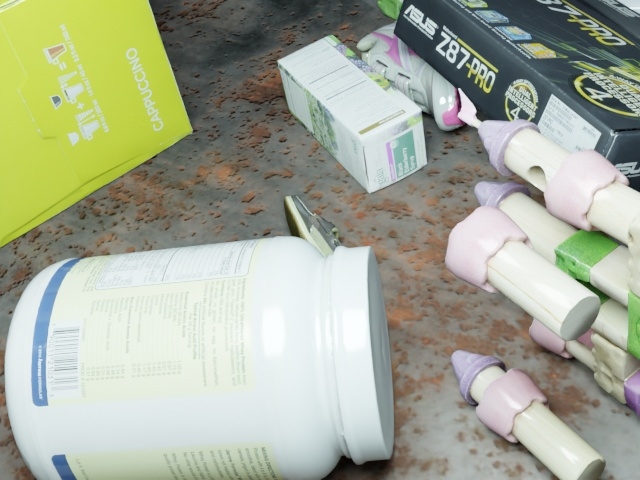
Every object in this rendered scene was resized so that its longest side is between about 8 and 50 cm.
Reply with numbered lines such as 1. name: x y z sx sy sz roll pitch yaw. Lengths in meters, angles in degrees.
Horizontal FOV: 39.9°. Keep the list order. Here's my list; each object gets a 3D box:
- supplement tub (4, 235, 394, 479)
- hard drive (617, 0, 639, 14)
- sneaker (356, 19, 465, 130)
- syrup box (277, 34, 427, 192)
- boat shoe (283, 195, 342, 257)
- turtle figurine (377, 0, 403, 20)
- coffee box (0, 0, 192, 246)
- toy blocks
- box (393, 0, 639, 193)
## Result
1. supplement tub: -0.102 0.120 0.847 0.325 0.235 0.235 -6 46 8
2. hard drive: 0.484 -0.396 1.338 0.319 0.040 0.210 4 48 17
3. sneaker: 0.124 -0.223 1.229 0.111 0.103 0.252 -22 39 -1
4. syrup box: 0.041 -0.176 1.199 0.096 0.093 0.237 -29 47 -14
5. boat shoe: 0.000 0.000 1.071 0.049 0.056 0.152 -20 55 -13
6. turtle figurine: 0.173 -0.498 1.413 0.266 0.274 0.198 -47 19 -23
7. coffee box: -0.433 -0.264 1.231 0.338 0.337 0.334 -34 49 -19
8. toy blocks: 0.246 0.012 0.836 0.309 0.288 0.260 -32 43 -15
9. box: 0.323 -0.202 1.075 0.318 0.097 0.395 -5 39 -29
